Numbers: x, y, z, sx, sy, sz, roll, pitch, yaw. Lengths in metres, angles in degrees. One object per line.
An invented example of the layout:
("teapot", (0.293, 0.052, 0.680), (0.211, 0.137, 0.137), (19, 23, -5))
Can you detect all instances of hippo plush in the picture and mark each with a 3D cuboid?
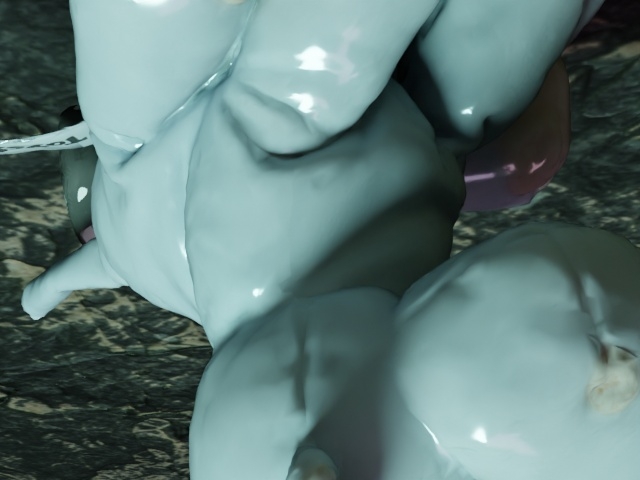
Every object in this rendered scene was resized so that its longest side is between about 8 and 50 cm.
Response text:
("hippo plush", (0.000, 0.000, 0.433), (0.294, 0.236, 0.234), (-21, 143, 3))

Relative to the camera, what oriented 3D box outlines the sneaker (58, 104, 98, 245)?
("sneaker", (-0.040, -0.025, 0.666), (0.132, 0.086, 0.229), (-11, 165, 10))
